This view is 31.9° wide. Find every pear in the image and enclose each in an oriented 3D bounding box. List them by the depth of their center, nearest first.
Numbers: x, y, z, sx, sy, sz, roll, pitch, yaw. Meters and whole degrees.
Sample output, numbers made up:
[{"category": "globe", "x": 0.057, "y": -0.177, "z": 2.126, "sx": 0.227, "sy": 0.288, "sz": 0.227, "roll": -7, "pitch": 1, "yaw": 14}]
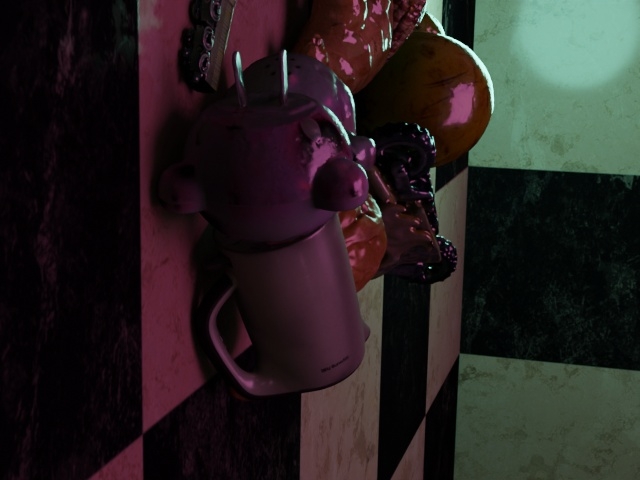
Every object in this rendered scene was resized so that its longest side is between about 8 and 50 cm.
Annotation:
[{"category": "pear", "x": 0.199, "y": -0.266, "z": 2.188, "sx": 0.283, "sy": 0.283, "sz": 0.284, "roll": 4, "pitch": 90, "yaw": -75}]

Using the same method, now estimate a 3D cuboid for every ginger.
[{"category": "ginger", "x": 0.036, "y": -0.293, "z": 1.747, "sx": 0.236, "sy": 0.166, "sz": 0.375, "roll": -57, "pitch": -169, "yaw": 28}]

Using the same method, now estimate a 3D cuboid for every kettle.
[{"category": "kettle", "x": -0.057, "y": 0.084, "z": 1.500, "sx": 0.240, "sy": 0.165, "sz": 0.255, "roll": -28, "pitch": 125, "yaw": -20}]

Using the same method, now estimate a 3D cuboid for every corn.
[{"category": "corn", "x": 0.096, "y": -0.345, "z": 1.960, "sx": 0.237, "sy": 0.079, "sz": 0.079, "roll": -48, "pitch": -174, "yaw": 31}]

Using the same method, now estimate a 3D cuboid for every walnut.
[{"category": "walnut", "x": 0.000, "y": 0.000, "z": 1.680, "sx": 0.221, "sy": 0.195, "sz": 0.195, "roll": -27, "pitch": 120, "yaw": -71}]

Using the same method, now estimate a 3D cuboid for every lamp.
[{"category": "lamp", "x": -0.053, "y": -0.135, "z": 1.370, "sx": 0.301, "sy": 0.247, "sz": 0.248, "roll": -76, "pitch": 167, "yaw": -58}]

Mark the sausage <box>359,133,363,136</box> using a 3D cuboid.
[{"category": "sausage", "x": 0.094, "y": -0.203, "z": 2.256, "sx": 0.083, "sy": 0.034, "sz": 0.034, "roll": -58, "pitch": 149, "yaw": -57}]

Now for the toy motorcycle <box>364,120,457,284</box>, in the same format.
[{"category": "toy motorcycle", "x": 0.110, "y": -0.049, "z": 1.990, "sx": 0.410, "sy": 0.236, "sz": 0.169, "roll": 73, "pitch": 11, "yaw": -48}]

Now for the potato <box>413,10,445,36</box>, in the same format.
[{"category": "potato", "x": 0.195, "y": -0.380, "z": 2.376, "sx": 0.169, "sy": 0.143, "sz": 0.248, "roll": -51, "pitch": 144, "yaw": -53}]

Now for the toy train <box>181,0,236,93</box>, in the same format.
[{"category": "toy train", "x": -0.137, "y": -0.254, "z": 1.374, "sx": 0.071, "sy": 0.038, "sz": 0.148, "roll": 55, "pitch": 43, "yaw": -66}]
